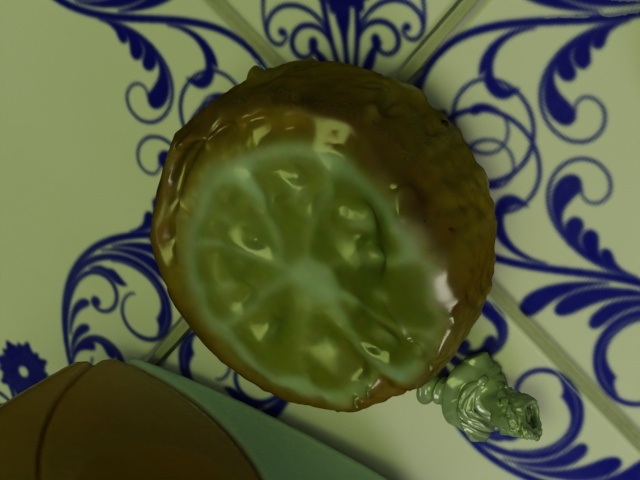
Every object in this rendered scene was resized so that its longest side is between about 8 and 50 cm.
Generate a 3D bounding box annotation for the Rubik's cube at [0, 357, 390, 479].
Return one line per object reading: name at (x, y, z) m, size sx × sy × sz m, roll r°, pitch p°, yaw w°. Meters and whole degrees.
Rubik's cube at (-0.145, 0.335, 1.007) m, size 0.352 × 0.347 × 0.351 m, roll 19°, pitch 116°, yaw 21°

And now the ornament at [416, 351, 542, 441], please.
ornament at (0.118, 0.118, 0.970) m, size 0.092 × 0.041 × 0.068 m, roll -15°, pitch 95°, yaw 41°

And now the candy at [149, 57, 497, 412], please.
candy at (0.000, 0.000, 0.945) m, size 0.260 × 0.118 × 0.260 m, roll 12°, pitch 116°, yaw 25°
